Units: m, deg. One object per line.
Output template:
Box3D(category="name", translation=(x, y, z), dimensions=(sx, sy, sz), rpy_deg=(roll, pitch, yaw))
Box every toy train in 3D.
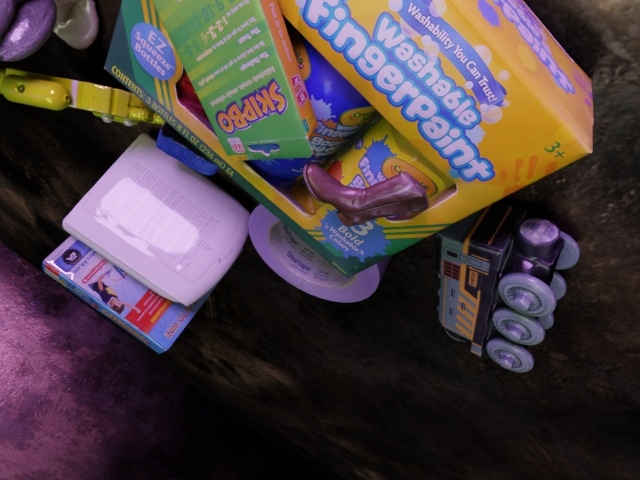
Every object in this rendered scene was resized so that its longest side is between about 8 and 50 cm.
Box3D(category="toy train", translation=(0.279, 0.079, 0.704), dimensions=(0.190, 0.142, 0.334), rpy_deg=(25, 148, 31))

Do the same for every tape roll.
Box3D(category="tape roll", translation=(0.000, 0.000, 0.845), dimensions=(0.274, 0.090, 0.275), rpy_deg=(20, 143, 15))

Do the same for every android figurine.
Box3D(category="android figurine", translation=(-0.409, -0.245, 0.765), dimensions=(0.272, 0.248, 0.056), rpy_deg=(13, 100, 4))

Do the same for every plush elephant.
Box3D(category="plush elephant", translation=(-0.489, -0.374, 0.636), dimensions=(0.272, 0.330, 0.255), rpy_deg=(43, 167, -14))

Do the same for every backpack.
Box3D(category="backpack", translation=(-0.222, -0.179, 0.792), dimensions=(0.120, 0.098, 0.101), rpy_deg=(28, 156, -17))

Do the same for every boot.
Box3D(category="boot", translation=(0.051, -0.060, 0.475), dimensions=(0.114, 0.037, 0.106), rpy_deg=(-10, 141, 42))

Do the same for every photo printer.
Box3D(category="photo printer", translation=(-0.313, -0.034, 0.903), dimensions=(0.307, 0.256, 0.107), rpy_deg=(36, 164, -8))

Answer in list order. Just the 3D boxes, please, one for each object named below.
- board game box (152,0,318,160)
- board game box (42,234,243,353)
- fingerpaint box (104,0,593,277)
Box3D(category="board game box", translation=(-0.090, -0.197, 0.423), dimensions=(0.124, 0.039, 0.260), rpy_deg=(5, 130, 31))
Box3D(category="board game box", translation=(-0.385, 0.042, 0.997), dimensions=(0.302, 0.308, 0.086), rpy_deg=(42, 145, -13))
Box3D(category="fingerpaint box", translation=(0.009, -0.196, 0.516), dimensions=(0.444, 0.163, 0.371), rpy_deg=(41, 140, -13))
